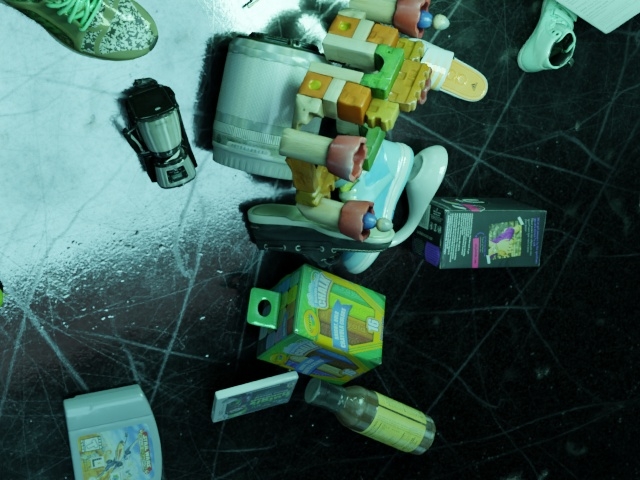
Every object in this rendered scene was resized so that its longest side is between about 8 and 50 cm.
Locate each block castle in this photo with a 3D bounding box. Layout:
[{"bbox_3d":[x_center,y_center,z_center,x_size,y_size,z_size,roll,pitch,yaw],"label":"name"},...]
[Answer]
[{"bbox_3d":[0.108,-0.256,1.781,0.303,0.212,0.453,77,33,-58],"label":"block castle"}]

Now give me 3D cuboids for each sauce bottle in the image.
[{"bbox_3d":[0.119,0.420,2.164,0.344,0.111,0.111,29,93,-23],"label":"sauce bottle"}]

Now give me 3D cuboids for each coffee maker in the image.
[{"bbox_3d":[-0.322,-0.220,1.823,0.120,0.171,0.178,-6,130,6],"label":"coffee maker"}]

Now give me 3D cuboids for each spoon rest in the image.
[{"bbox_3d":[0.213,-0.098,2.062,0.084,0.137,0.276,27,106,-24],"label":"spoon rest"}]

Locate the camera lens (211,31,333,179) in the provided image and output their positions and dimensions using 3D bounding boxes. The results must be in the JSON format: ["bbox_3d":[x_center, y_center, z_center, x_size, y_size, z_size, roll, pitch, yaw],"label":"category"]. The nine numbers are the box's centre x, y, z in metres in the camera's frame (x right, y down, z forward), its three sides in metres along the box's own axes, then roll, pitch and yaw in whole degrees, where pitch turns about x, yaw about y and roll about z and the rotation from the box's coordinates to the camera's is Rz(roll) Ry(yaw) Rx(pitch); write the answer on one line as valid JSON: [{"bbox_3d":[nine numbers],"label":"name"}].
[{"bbox_3d":[-0.102,-0.281,1.837,0.219,0.219,0.275,9,100,-22],"label":"camera lens"}]

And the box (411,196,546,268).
[{"bbox_3d":[0.374,-0.022,2.109,0.270,0.165,0.144,0,104,-21],"label":"box"}]

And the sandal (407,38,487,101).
[{"bbox_3d":[0.287,-0.388,2.030,0.265,0.076,0.102,15,98,-23],"label":"sandal"}]

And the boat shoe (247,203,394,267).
[{"bbox_3d":[-0.002,0.001,1.926,0.339,0.127,0.113,8,113,19],"label":"boat shoe"}]

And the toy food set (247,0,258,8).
[{"bbox_3d":[-0.169,-0.550,1.854,0.078,0.019,0.122,-41,106,-6],"label":"toy food set"}]

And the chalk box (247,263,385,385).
[{"bbox_3d":[-0.024,0.181,1.974,0.288,0.179,0.180,22,54,-25],"label":"chalk box"}]

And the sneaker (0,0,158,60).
[{"bbox_3d":[-0.494,-0.455,1.668,0.410,0.182,0.158,23,95,-25],"label":"sneaker"}]

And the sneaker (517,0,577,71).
[{"bbox_3d":[0.573,-0.505,2.064,0.094,0.151,0.256,25,93,-22],"label":"sneaker"}]

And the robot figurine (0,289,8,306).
[{"bbox_3d":[-0.700,0.129,1.808,0.115,0.067,0.101,-36,114,-8],"label":"robot figurine"}]

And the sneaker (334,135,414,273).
[{"bbox_3d":[0.064,-0.099,2.001,0.208,0.127,0.319,21,86,-26],"label":"sneaker"}]

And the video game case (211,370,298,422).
[{"bbox_3d":[-0.153,0.359,2.031,0.190,0.173,0.022,-13,65,-17],"label":"video game case"}]

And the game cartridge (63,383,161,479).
[{"bbox_3d":[-0.460,0.478,1.997,0.198,0.062,0.297,-8,106,-14],"label":"game cartridge"}]

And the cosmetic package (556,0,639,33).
[{"bbox_3d":[0.561,-0.660,1.972,0.384,0.156,0.217,25,58,-22],"label":"cosmetic package"}]
